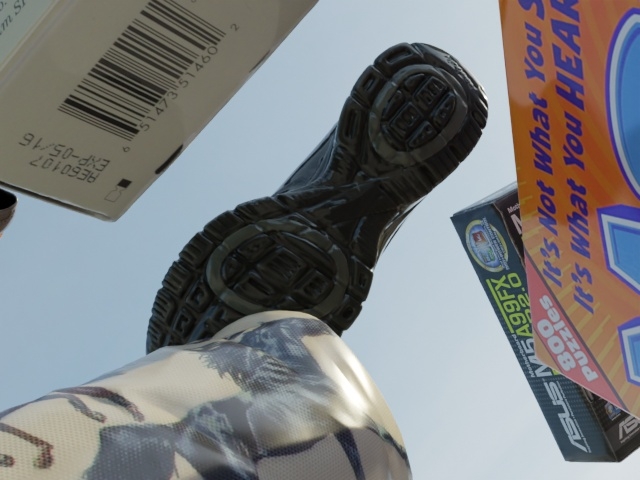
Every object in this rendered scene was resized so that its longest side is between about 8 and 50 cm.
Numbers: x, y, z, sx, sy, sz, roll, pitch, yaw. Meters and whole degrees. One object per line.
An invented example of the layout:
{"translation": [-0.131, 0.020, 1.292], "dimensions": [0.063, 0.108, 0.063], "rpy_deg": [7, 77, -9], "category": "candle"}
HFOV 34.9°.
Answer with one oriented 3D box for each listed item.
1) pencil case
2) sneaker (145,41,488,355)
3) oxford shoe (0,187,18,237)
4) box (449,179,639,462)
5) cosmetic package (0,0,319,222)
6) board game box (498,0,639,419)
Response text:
{"translation": [-0.112, 0.152, 0.410], "dimensions": [0.410, 0.160, 0.183], "rpy_deg": [-18, -37, -56], "category": "pencil case"}
{"translation": [0.000, 0.000, 0.674], "dimensions": [0.286, 0.109, 0.130], "rpy_deg": [-44, -5, -18], "category": "sneaker"}
{"translation": [-0.510, -0.067, 1.259], "dimensions": [0.271, 0.096, 0.098], "rpy_deg": [15, -39, -36], "category": "oxford shoe"}
{"translation": [0.259, 0.020, 0.821], "dimensions": [0.270, 0.216, 0.060], "rpy_deg": [-28, 3, -30], "category": "box"}
{"translation": [-0.148, -0.176, 0.501], "dimensions": [0.160, 0.309, 0.113], "rpy_deg": [-46, -33, 15], "category": "cosmetic package"}
{"translation": [0.334, -0.092, 0.459], "dimensions": [0.356, 0.357, 0.356], "rpy_deg": [-26, -59, -24], "category": "board game box"}
